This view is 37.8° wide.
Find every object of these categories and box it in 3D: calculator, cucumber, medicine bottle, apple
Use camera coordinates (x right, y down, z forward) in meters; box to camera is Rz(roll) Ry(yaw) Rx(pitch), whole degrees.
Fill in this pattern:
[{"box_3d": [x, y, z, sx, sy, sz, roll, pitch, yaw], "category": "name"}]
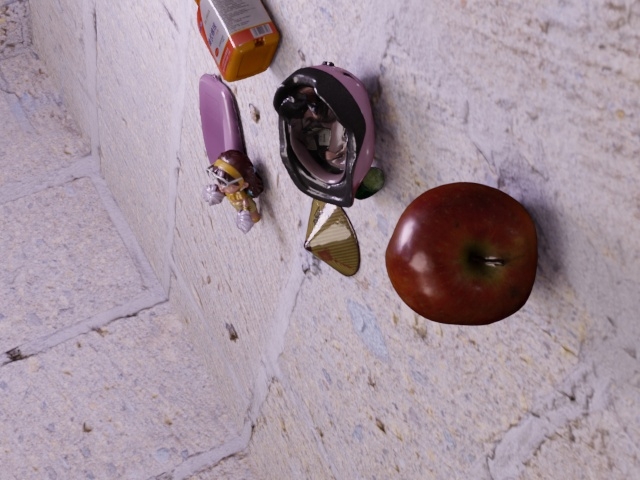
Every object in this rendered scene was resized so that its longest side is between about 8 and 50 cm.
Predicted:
[{"box_3d": [-0.253, -0.280, 2.351, 0.194, 0.043, 0.294, 40, 144, 49], "category": "calculator"}, {"box_3d": [0.085, -0.101, 1.763, 0.048, 0.048, 0.105, 65, 161, 7], "category": "cucumber"}, {"box_3d": [-0.186, -0.462, 1.948, 0.222, 0.112, 0.149, 62, 157, 12], "category": "medicine bottle"}, {"box_3d": [0.206, 0.017, 1.390, 0.230, 0.230, 0.230, 48, 150, 39], "category": "apple"}]

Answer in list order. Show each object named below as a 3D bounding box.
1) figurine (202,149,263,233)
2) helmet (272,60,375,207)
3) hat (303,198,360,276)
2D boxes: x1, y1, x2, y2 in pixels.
[{"box_3d": [-0.203, -0.121, 2.290, 0.175, 0.116, 0.240, 36, 152, 29], "category": "figurine"}, {"box_3d": [0.022, -0.203, 1.681, 0.198, 0.154, 0.253, 18, 143, 41], "category": "helmet"}, {"box_3d": [0.000, 0.000, 1.999, 0.193, 0.082, 0.193, 48, 149, 41], "category": "hat"}]
